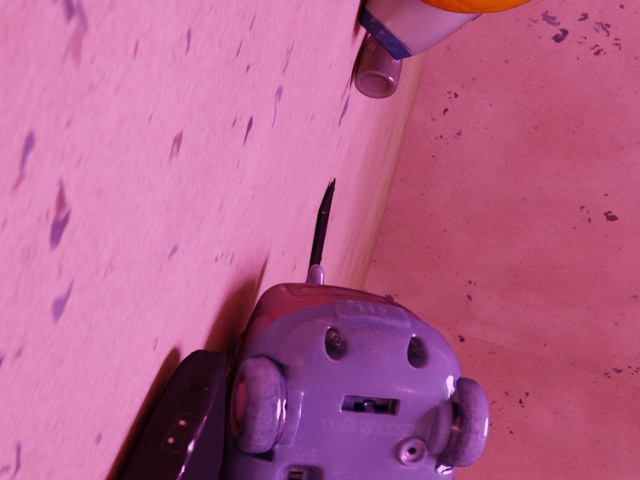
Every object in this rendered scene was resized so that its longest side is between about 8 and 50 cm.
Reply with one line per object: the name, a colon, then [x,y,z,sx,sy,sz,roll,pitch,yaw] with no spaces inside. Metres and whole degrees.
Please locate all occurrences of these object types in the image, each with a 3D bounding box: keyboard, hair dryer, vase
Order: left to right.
keyboard: [0.000,0.000,1.364,0.198,0.010,0.063,100,7,-53]
vase: [0.074,-0.222,1.207,0.053,0.053,0.100,97,6,-62]
hair dryer: [0.177,-0.350,1.121,0.296,0.119,0.298,-38,-163,29]

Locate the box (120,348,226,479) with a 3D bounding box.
box: [-0.106,0.186,0.652,0.201,0.042,0.212,101,8,-50]

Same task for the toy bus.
toy bus: [-0.002,0.171,0.872,0.232,0.197,0.294,-125,-136,-66]

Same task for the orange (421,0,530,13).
orange: [0.150,-0.303,0.897,0.219,0.193,0.219,-41,-177,2]
